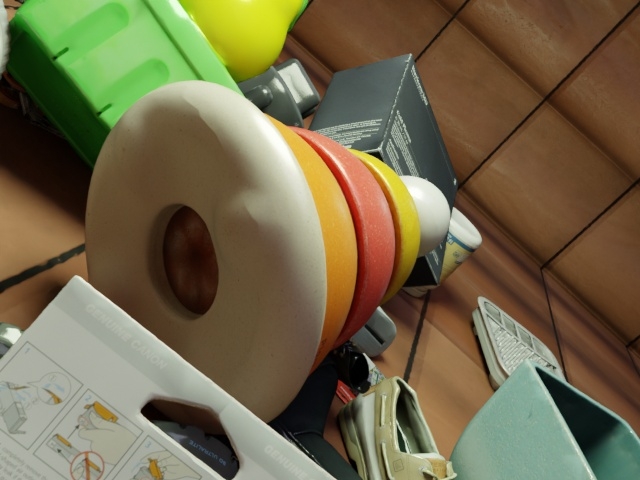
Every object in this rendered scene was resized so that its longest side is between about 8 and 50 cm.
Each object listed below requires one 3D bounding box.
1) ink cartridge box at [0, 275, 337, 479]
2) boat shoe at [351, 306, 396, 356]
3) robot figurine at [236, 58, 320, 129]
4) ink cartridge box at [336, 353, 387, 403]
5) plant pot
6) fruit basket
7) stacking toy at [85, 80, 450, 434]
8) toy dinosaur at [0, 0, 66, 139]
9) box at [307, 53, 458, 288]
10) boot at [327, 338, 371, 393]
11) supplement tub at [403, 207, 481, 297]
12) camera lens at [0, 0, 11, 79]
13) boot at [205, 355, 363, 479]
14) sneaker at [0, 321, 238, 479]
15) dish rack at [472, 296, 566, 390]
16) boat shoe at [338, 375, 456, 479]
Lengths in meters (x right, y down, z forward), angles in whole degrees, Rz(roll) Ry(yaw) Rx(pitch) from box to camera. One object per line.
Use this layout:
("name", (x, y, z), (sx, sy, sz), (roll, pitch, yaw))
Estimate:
("ink cartridge box", (-0.143, 0.200, 0.455), (0.275, 0.239, 0.060), (40, -18, -6))
("boat shoe", (0.031, 0.095, 1.092), (0.094, 0.109, 0.302), (38, -13, 41))
("robot figurine", (-0.139, -0.218, 1.216), (0.173, 0.278, 0.209), (51, -12, 37))
("ink cartridge box", (0.061, 0.223, 1.047), (0.063, 0.029, 0.115), (48, 21, 13))
("plant pot", (0.308, 0.365, 0.894), (0.248, 0.252, 0.247), (32, 22, -25))
("fruit basket", (-0.198, -0.266, 0.939), (0.392, 0.392, 0.283), (29, -19, -32))
("stacking toy", (0.000, 0.000, 0.808), (0.480, 0.350, 0.350), (-9, 53, -48))
("toy dinosaur", (-0.424, -0.263, 0.986), (0.322, 0.164, 0.218), (51, 25, -47))
("box", (0.128, -0.128, 1.322), (0.343, 0.179, 0.312), (61, 35, -35))
("boot", (-0.001, 0.113, 0.916), (0.137, 0.077, 0.198), (21, -34, 50))
("supplement tub", (0.259, 0.022, 1.552), (0.144, 0.199, 0.144), (36, 21, -16))
("camera lens", (-0.470, -0.202, 0.659), (0.219, 0.219, 0.274), (38, 21, -11))
("boot", (0.001, 0.257, 0.776), (0.207, 0.094, 0.246), (45, 27, 16))
("sneaker", (-0.214, 0.175, 0.519), (0.341, 0.125, 0.139), (31, 31, -20))
("dish rack", (0.474, 0.301, 1.574), (0.285, 0.072, 0.333), (37, 21, -15))
("boat shoe", (0.117, 0.313, 0.863), (0.113, 0.103, 0.302), (23, 29, -42))
